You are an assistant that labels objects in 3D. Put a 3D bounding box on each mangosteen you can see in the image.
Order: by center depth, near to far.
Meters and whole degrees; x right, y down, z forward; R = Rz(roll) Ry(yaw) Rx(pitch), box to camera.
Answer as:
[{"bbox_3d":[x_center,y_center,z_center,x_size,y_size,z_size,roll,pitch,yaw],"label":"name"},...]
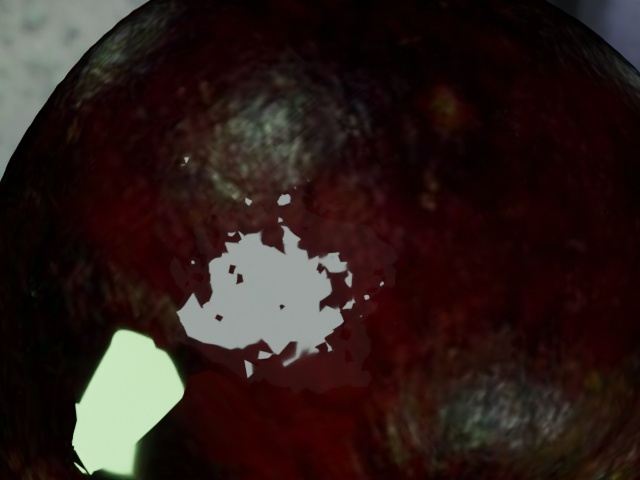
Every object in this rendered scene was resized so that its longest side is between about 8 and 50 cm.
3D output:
[{"bbox_3d":[0.000,0.000,0.522,0.235,0.235,0.261,-34,47,21],"label":"mangosteen"}]
